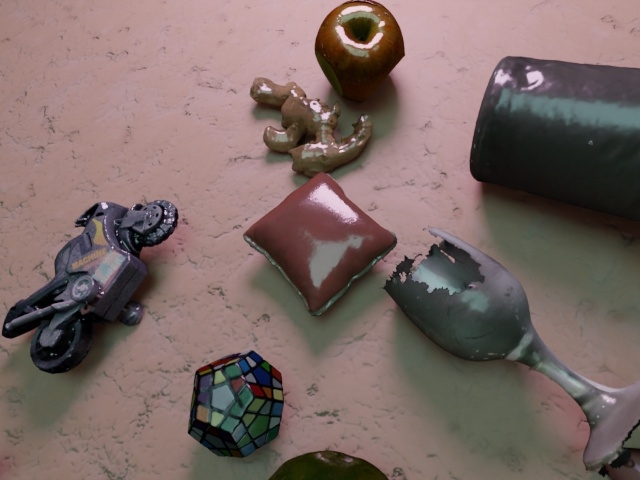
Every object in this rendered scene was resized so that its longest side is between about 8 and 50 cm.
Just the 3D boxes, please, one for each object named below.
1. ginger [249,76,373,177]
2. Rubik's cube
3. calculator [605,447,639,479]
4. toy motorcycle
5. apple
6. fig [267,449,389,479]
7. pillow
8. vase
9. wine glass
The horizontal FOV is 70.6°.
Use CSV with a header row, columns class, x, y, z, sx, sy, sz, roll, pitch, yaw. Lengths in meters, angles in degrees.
class,x,y,z,sx,sy,sz,roll,pitch,yaw
ginger,-0.044,-0.207,0.793,0.258,0.065,0.149,34,77,20
Rubik's cube,-0.108,0.207,0.578,0.112,0.133,0.133,-45,64,15
calculator,0.457,0.353,0.451,0.329,0.048,0.220,16,67,14
toy motorcycle,-0.352,0.049,0.704,0.173,0.108,0.307,25,72,29
apple,0.072,-0.325,0.786,0.146,0.147,0.163,-35,77,-3
fig,0.003,0.321,0.438,0.195,0.245,0.196,-2,80,14
pillow,0.000,0.000,0.677,0.171,0.075,0.179,-40,65,-10
vase,0.365,-0.141,0.601,0.290,0.245,0.245,19,69,22
wine glass,0.229,0.115,0.555,0.321,0.143,0.143,37,76,24
